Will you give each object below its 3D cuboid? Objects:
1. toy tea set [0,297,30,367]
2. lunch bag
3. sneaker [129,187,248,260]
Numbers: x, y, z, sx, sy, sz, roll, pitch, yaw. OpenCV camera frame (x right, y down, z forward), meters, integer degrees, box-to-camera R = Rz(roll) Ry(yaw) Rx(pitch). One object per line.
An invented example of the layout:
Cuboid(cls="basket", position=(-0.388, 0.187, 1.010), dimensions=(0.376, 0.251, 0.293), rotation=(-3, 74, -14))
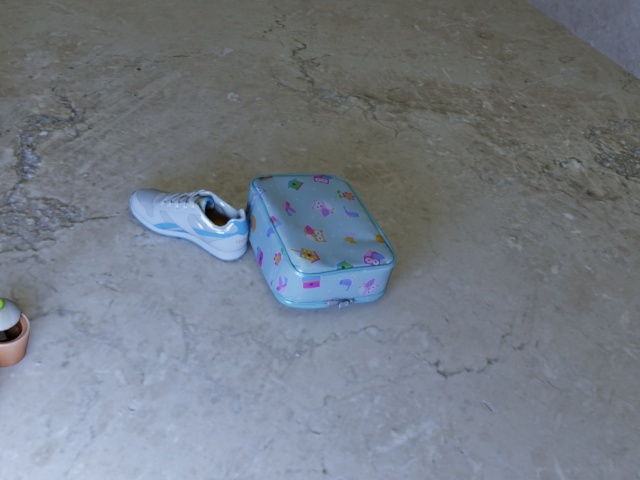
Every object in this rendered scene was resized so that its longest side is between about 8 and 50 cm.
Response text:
Cuboid(cls="toy tea set", position=(-0.522, 0.178, 1.156), dimensions=(0.199, 0.124, 0.336), rotation=(16, 39, 3))
Cuboid(cls="lunch bag", position=(0.000, 0.000, 1.534), dimensions=(0.224, 0.108, 0.279), rotation=(-3, 43, -27))
Cuboid(cls="sneaker", position=(-0.228, -0.051, 1.542), dimensions=(0.228, 0.092, 0.087), rotation=(21, 41, 11))
